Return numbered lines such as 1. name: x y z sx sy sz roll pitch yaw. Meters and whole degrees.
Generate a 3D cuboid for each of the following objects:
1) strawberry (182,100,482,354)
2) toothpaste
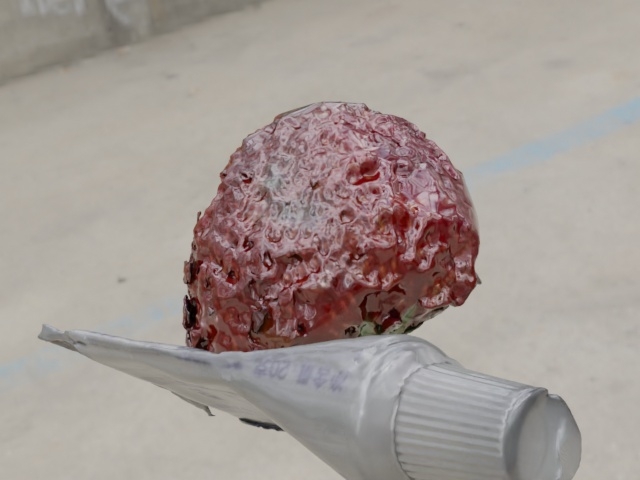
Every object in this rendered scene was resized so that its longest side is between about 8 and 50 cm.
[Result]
1. strawberry: 0.000 0.000 1.193 0.274 0.220 0.274 -29 -2 -1
2. toothpaste: -0.008 0.069 0.607 0.068 0.099 0.282 -44 28 -28
